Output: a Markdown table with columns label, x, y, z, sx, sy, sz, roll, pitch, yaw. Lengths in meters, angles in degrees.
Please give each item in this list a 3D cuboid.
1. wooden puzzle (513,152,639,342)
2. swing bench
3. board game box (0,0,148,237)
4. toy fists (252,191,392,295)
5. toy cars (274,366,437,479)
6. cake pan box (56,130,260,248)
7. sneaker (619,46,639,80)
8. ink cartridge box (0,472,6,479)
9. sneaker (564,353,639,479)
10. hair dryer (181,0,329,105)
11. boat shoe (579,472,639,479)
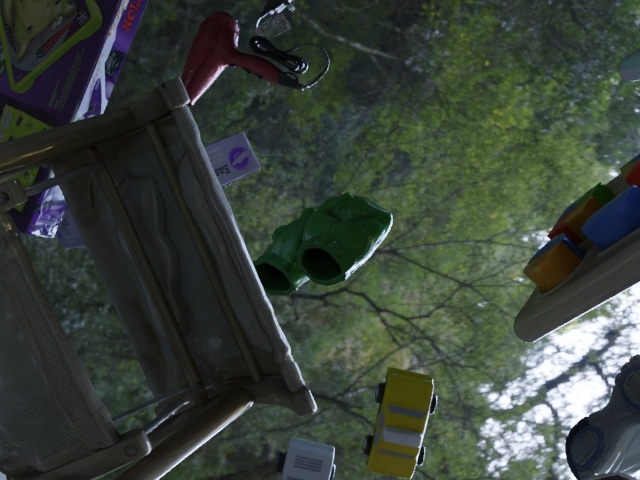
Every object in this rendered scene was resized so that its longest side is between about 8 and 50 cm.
| label | x | y | z | sx | sy | sz | roll | pitch | yaw |
| --- | --- | --- | --- | --- | --- | --- | --- | --- | --- |
| wooden puzzle | 0.448 | -0.028 | 1.210 | 0.080 | 0.348 | 0.322 | 40 | -37 | -1 |
| swing bench | -0.176 | 0.055 | 0.537 | 0.165 | 0.255 | 0.253 | -5 | -72 | 59 |
| board game box | -0.296 | -0.201 | 0.796 | 0.208 | 0.056 | 0.346 | 26 | -84 | 21 |
| toy fists | 0.000 | 0.000 | 1.186 | 0.096 | 0.142 | 0.279 | 55 | -32 | -10 |
| toy cars | 0.049 | 0.375 | 1.278 | 0.394 | 0.087 | 0.176 | -37 | -85 | 5 |
| cake pan box | -0.244 | -0.071 | 1.120 | 0.246 | 0.267 | 0.070 | 1 | -64 | 62 |
| sneaker | 0.472 | -0.317 | 0.990 | 0.151 | 0.094 | 0.256 | 56 | -36 | -2 |
| ink cartridge box | -0.358 | 0.271 | 0.770 | 0.067 | 0.198 | 0.115 | -36 | -103 | 23 |
| sneaker | 0.504 | 0.268 | 1.174 | 0.111 | 0.130 | 0.297 | -99 | -149 | -47 |
| hair dryer | -0.151 | -0.348 | 1.446 | 0.294 | 0.080 | 0.223 | -27 | -114 | 9 |
| boat shoe | 0.260 | 0.389 | 0.962 | 0.325 | 0.097 | 0.116 | -28 | -102 | 18 |
